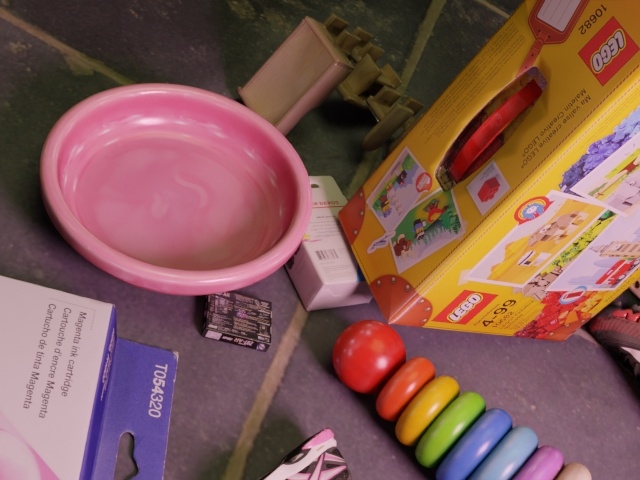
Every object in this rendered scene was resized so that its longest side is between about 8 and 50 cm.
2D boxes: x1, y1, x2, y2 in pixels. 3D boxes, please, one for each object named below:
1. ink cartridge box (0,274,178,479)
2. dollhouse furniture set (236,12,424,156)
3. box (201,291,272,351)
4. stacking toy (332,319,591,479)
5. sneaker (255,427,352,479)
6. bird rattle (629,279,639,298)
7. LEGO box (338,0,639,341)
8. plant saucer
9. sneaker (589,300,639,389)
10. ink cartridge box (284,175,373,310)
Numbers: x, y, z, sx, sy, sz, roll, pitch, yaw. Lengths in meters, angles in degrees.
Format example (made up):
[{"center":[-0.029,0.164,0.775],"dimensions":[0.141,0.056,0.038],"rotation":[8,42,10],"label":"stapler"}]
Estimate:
[{"center":[-0.301,0.180,0.932],"dimensions":[0.330,0.071,0.324],"rotation":[15,44,-16],"label":"ink cartridge box"},{"center":[0.018,-0.223,1.490],"dimensions":[0.242,0.161,0.212],"rotation":[10,42,-54],"label":"dollhouse furniture set"},{"center":[-0.100,0.095,1.168],"dimensions":[0.083,0.018,0.067],"rotation":[15,44,-18],"label":"box"},{"center":[0.146,0.215,1.126],"dimensions":[0.330,0.141,0.141],"rotation":[41,42,16],"label":"stacking toy"},{"center":[-0.027,0.270,1.011],"dimensions":[0.178,0.072,0.077],"rotation":[-31,81,-39],"label":"sneaker"},{"center":[0.517,0.062,1.531],"dimensions":[0.207,0.143,0.253],"rotation":[-6,40,-49],"label":"bird rattle"},{"center":[0.327,-0.102,1.209],"dimensions":[0.372,0.500,0.193],"rotation":[9,44,-40],"label":"LEGO box"},{"center":[-0.179,-0.057,1.195],"dimensions":[0.332,0.084,0.332],"rotation":[10,47,-11],"label":"plant saucer"},{"center":[0.487,0.192,1.360],"dimensions":[0.276,0.097,0.135],"rotation":[33,76,30],"label":"sneaker"},{"center":[0.000,0.000,1.287],"dimensions":[0.104,0.061,0.181],"rotation":[-4,53,-34],"label":"ink cartridge box"}]
